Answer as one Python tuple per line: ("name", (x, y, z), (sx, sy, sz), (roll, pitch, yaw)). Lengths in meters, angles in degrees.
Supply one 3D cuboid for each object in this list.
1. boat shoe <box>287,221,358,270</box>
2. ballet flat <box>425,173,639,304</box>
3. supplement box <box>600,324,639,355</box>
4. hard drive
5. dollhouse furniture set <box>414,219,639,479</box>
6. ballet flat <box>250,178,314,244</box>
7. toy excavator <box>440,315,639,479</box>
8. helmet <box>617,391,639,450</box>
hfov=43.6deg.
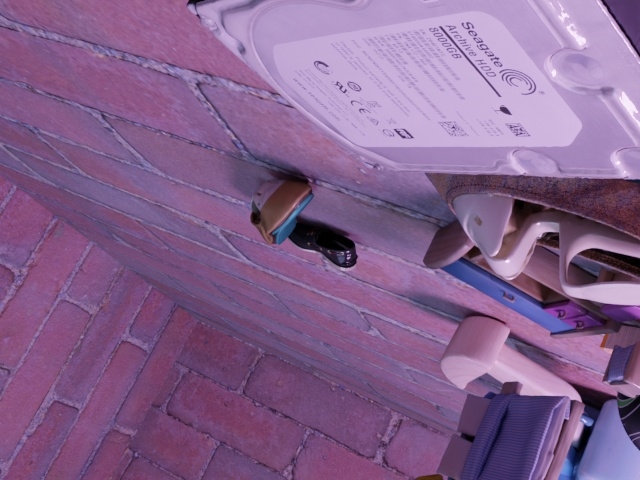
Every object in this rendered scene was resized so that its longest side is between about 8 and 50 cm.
("boat shoe", (0.001, -0.001, 1.197), (0.133, 0.049, 0.042), (28, 135, 34))
("ballet flat", (0.198, -0.012, 0.665), (0.315, 0.106, 0.107), (17, 163, 36))
("supplement box", (0.395, 0.133, 0.954), (0.062, 0.036, 0.098), (35, 163, -31))
("hard drive", (0.081, -0.130, 0.562), (0.237, 0.064, 0.338), (38, 162, -35))
("dollhouse furniture set", (0.186, 0.147, 0.844), (0.198, 0.304, 0.286), (28, 166, -6))
("ballet flat", (-0.066, -0.044, 1.103), (0.073, 0.080, 0.232), (43, 164, 1))
("toy excavator", (0.419, 0.318, 1.306), (0.432, 0.222, 0.445), (21, 151, 25))
("helmet", (0.384, 0.162, 0.813), (0.169, 0.169, 0.162), (25, 125, 9))
